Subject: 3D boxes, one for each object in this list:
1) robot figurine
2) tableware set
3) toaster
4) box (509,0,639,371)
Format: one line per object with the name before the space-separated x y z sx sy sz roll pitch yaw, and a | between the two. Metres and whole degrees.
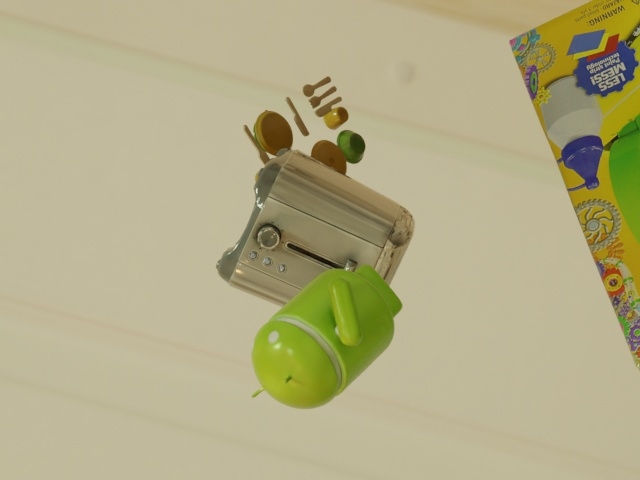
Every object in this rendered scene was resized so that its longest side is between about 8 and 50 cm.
robot figurine | 0.002 0.064 1.072 0.115 0.067 0.101 -41 4 -36
tableware set | -0.017 -0.097 1.678 0.024 0.104 0.154 -23 9 45
toaster | 0.000 0.000 1.507 0.129 0.146 0.227 -64 0 8
box | 0.323 -0.052 1.113 0.177 0.290 0.279 46 -158 -53
